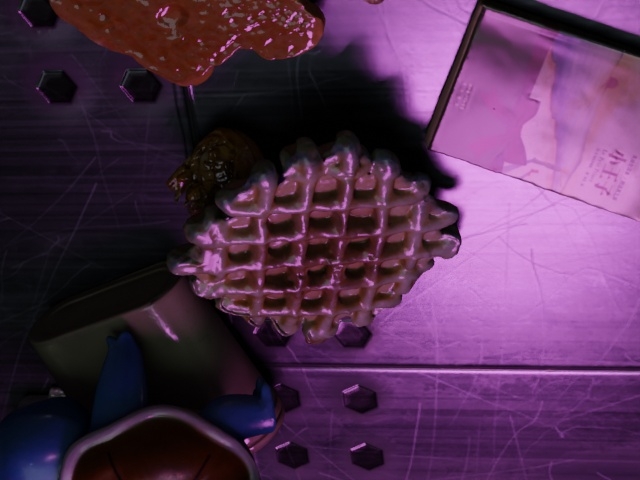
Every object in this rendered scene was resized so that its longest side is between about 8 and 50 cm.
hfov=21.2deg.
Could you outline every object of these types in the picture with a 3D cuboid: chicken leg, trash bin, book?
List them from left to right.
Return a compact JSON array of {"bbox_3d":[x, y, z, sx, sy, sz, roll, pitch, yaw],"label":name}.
[{"bbox_3d":[-0.205,0.167,2.115,0.243,0.121,0.247,-21,116,23],"label":"trash bin"},{"bbox_3d":[-0.122,-0.038,1.965,0.085,0.101,0.207,41,140,21],"label":"chicken leg"},{"bbox_3d":[0.276,-0.136,1.857,0.289,0.026,0.201,18,126,-2],"label":"book"}]

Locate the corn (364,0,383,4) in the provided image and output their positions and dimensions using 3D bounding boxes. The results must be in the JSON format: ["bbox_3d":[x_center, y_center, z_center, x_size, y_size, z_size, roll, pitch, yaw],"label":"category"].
[{"bbox_3d":[0.001,-0.352,1.702,0.098,0.098,0.290,-23,120,25],"label":"corn"}]

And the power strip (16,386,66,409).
[{"bbox_3d":[-0.325,0.309,2.283,0.118,0.046,0.270,-1,127,11],"label":"power strip"}]

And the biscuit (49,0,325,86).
[{"bbox_3d":[-0.161,-0.307,1.790,0.376,0.051,0.269,30,126,-12],"label":"biscuit"}]

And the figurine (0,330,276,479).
[{"bbox_3d":[-0.178,0.287,2.012,0.416,0.243,0.298,21,135,24],"label":"figurine"}]

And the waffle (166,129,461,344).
[{"bbox_3d":[0.000,0.000,1.932,0.292,0.056,0.309,-38,133,23],"label":"waffle"}]
